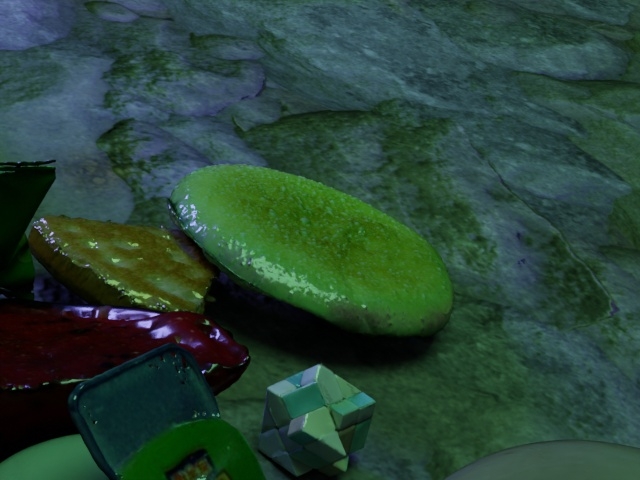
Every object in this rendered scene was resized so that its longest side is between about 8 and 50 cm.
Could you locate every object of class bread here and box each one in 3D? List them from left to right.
[{"bbox_3d":[-0.005,-0.003,1.177,0.301,0.045,0.301,21,19,-8],"label":"bread"}]

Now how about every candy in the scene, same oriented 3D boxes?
[{"bbox_3d":[-0.279,-0.004,0.955,0.141,0.203,0.078,-11,64,-21],"label":"candy"}]

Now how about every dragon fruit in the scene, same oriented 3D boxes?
[{"bbox_3d":[-0.243,0.099,0.863,0.343,0.100,0.282,-4,15,-30],"label":"dragon fruit"}]

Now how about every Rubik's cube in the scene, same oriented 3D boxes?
[{"bbox_3d":[0.000,0.140,0.949,0.075,0.084,0.073,-32,49,-33],"label":"Rubik's cube"}]

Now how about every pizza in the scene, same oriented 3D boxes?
[{"bbox_3d":[-0.143,0.031,1.087,0.188,0.062,0.199,34,26,26],"label":"pizza"}]

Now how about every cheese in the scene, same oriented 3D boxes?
[{"bbox_3d":[-0.035,0.210,0.693,0.204,0.083,0.321,-24,85,-48],"label":"cheese"}]

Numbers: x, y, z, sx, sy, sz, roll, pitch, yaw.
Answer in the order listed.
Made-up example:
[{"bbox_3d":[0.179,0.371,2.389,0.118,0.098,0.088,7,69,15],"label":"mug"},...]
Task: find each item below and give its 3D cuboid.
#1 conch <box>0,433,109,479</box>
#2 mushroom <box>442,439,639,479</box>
[{"bbox_3d":[-0.120,0.205,0.761,0.221,0.121,0.185,6,60,-27],"label":"conch"},{"bbox_3d":[0.118,0.278,0.578,0.362,0.294,0.362,34,45,-42],"label":"mushroom"}]
